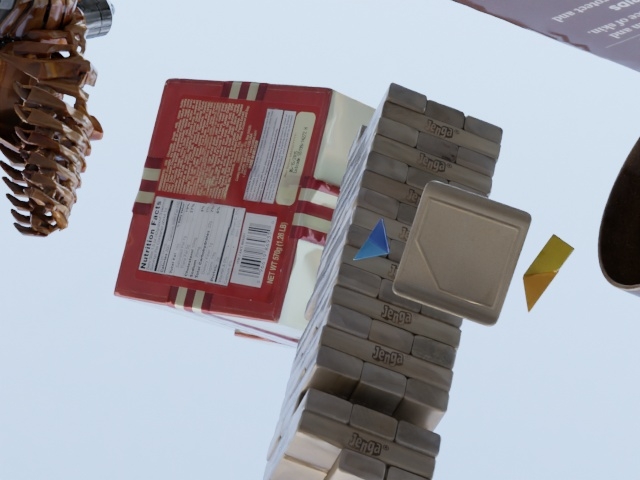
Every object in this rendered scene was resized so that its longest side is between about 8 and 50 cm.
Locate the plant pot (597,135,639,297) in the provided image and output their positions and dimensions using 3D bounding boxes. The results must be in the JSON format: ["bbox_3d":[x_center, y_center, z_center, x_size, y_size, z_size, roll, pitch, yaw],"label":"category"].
[{"bbox_3d":[0.383,-0.002,1.626,0.230,0.215,0.215,30,-137,-17],"label":"plant pot"}]

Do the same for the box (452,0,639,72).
[{"bbox_3d":[0.191,-0.188,0.988,0.381,0.143,0.191,15,-109,-36],"label":"box"}]

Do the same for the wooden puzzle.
[{"bbox_3d":[0.086,0.008,1.192,0.116,0.014,0.078,26,-86,10],"label":"wooden puzzle"}]

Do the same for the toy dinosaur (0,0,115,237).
[{"bbox_3d":[-0.187,-0.111,0.949,0.218,0.164,0.322,0,-168,-31],"label":"toy dinosaur"}]

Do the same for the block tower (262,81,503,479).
[{"bbox_3d":[0.043,0.042,1.296,0.091,0.097,0.335,21,-133,-7],"label":"block tower"}]

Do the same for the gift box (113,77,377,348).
[{"bbox_3d":[0.000,0.000,1.873,0.276,0.258,0.255,14,-94,41],"label":"gift box"}]
